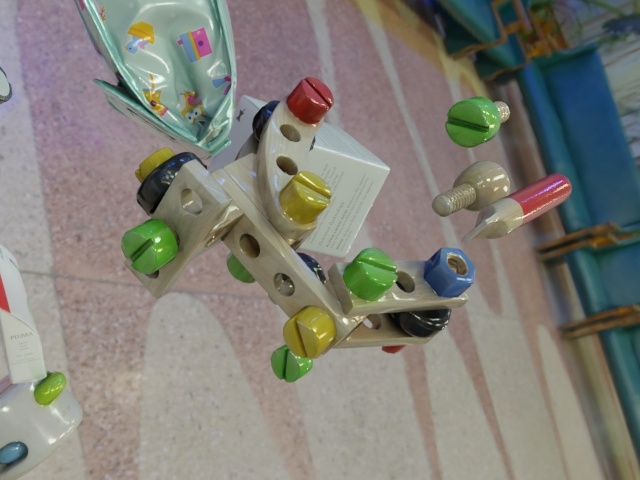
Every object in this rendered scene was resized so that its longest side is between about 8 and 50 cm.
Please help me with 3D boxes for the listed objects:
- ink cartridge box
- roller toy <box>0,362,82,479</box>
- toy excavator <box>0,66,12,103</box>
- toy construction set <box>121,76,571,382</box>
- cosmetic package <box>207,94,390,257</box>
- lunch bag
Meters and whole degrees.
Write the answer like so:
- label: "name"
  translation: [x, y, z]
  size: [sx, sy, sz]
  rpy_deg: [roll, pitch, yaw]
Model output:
- label: "ink cartridge box"
  translation: [-0.437, 0.061, 1.189]
  size: [0.181, 0.056, 0.224]
  rpy_deg: [54, -35, 45]
- label: "roller toy"
  translation: [-0.518, 0.317, 1.466]
  size: [0.191, 0.209, 0.146]
  rpy_deg: [-42, 105, -29]
- label: "toy excavator"
  translation: [-0.952, -0.457, 1.859]
  size: [0.433, 0.223, 0.445]
  rpy_deg: [-54, 122, -72]
- label: "toy construction set"
  translation: [0.000, 0.000, 0.643]
  size: [0.237, 0.309, 0.257]
  rpy_deg: [-24, 97, -50]
- label: "cosmetic package"
  translation: [-0.037, -0.088, 1.188]
  size: [0.184, 0.151, 0.151]
  rpy_deg: [13, 22, -38]
- label: "lunch bag"
  translation: [-0.167, -0.206, 0.902]
  size: [0.223, 0.160, 0.262]
  rpy_deg: [-171, -121, -80]
